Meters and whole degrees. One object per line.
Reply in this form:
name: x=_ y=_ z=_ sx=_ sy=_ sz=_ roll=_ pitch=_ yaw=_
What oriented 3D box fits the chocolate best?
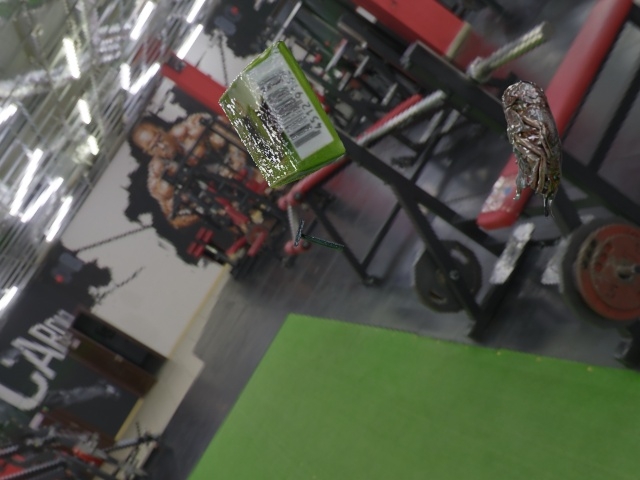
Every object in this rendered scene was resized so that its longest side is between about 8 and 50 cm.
chocolate: x=-0.103 y=-0.283 z=1.844 sx=0.137 sy=0.301 sz=0.288 roll=-32 pitch=5 yaw=-18

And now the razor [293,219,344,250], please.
razor: x=-0.004 y=-0.001 z=1.916 sx=0.033 sy=0.190 sz=0.066 roll=12 pitch=87 yaw=41

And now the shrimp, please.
shrimp: x=0.287 y=-0.120 z=1.034 sx=0.073 sy=0.190 sz=0.074 roll=-13 pitch=4 yaw=30
